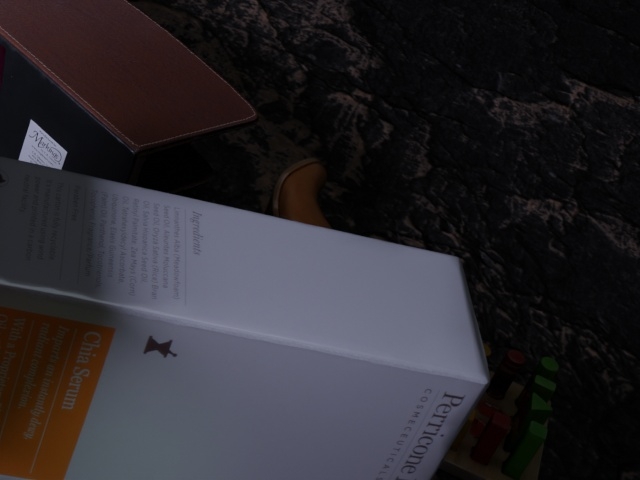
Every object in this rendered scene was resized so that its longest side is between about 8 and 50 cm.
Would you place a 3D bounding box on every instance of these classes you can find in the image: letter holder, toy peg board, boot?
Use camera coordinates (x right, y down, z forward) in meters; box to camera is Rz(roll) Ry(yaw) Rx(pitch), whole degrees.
[{"bbox_3d":[-0.246,-0.146,1.446,0.302,0.152,0.214,40,36,21],"label":"letter holder"},{"bbox_3d":[0.164,0.161,1.346,0.160,0.079,0.161,25,35,1],"label":"toy peg board"},{"bbox_3d":[0.000,0.000,1.468,0.152,0.073,0.197,30,48,10],"label":"boot"}]

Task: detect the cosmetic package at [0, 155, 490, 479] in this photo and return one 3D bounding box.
[{"bbox_3d":[-0.113,0.101,1.136,0.453,0.230,0.162,12,38,-16],"label":"cosmetic package"}]

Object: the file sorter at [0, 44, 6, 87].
[{"bbox_3d":[-0.375,-0.057,0.981,0.182,0.202,0.291,37,25,-31],"label":"file sorter"}]
